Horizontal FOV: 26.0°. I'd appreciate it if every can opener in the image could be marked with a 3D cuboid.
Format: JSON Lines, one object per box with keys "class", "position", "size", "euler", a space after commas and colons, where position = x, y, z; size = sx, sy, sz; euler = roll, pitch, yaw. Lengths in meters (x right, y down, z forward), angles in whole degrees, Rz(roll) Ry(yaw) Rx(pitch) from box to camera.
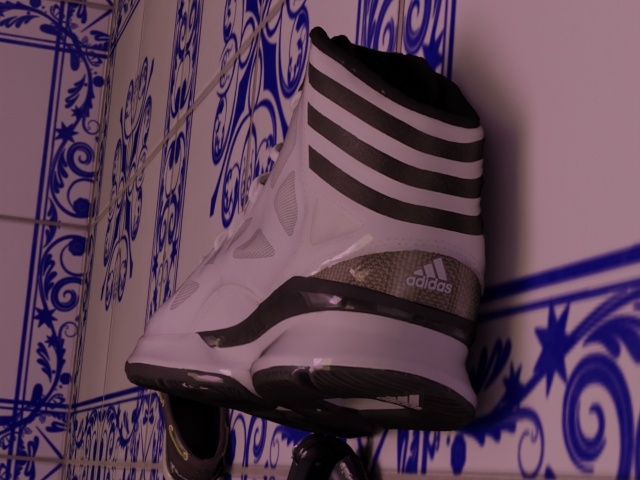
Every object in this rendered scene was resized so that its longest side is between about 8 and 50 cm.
{"class": "can opener", "position": [-0.012, 0.220, 1.057], "size": [0.073, 0.059, 0.186], "euler": [-103, 26, -50]}

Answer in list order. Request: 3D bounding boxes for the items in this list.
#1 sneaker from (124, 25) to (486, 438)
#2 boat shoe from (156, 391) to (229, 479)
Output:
{"class": "sneaker", "position": [0.001, 0.000, 1.003], "size": [0.447, 0.169, 0.258], "euler": [-15, 59, 65]}
{"class": "boat shoe", "position": [-0.140, 0.161, 1.514], "size": [0.069, 0.081, 0.228], "euler": [120, 145, -48]}
